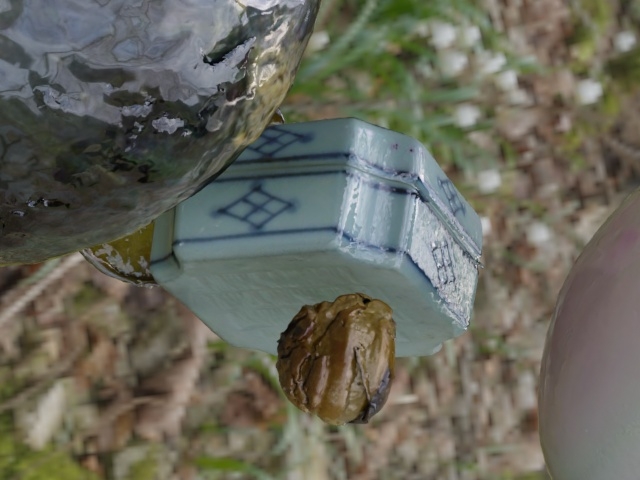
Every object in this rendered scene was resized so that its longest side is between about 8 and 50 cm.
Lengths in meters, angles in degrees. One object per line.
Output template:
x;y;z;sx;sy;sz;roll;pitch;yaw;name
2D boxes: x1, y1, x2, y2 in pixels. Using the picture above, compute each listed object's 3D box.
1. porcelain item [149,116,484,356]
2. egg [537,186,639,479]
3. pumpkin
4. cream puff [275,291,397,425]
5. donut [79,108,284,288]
0.000;0.000;1.956;0.281;0.286;0.157;47;46;-53;porcelain item
0.354;0.127;1.848;0.340;0.354;0.354;-37;118;-2;egg
-0.215;-0.198;1.237;0.454;0.454;0.344;62;11;-20;pumpkin
0.011;0.107;1.777;0.104;0.133;0.119;8;69;-24;cream puff
-0.175;-0.084;2.168;0.272;0.107;0.272;-2;98;-17;donut
